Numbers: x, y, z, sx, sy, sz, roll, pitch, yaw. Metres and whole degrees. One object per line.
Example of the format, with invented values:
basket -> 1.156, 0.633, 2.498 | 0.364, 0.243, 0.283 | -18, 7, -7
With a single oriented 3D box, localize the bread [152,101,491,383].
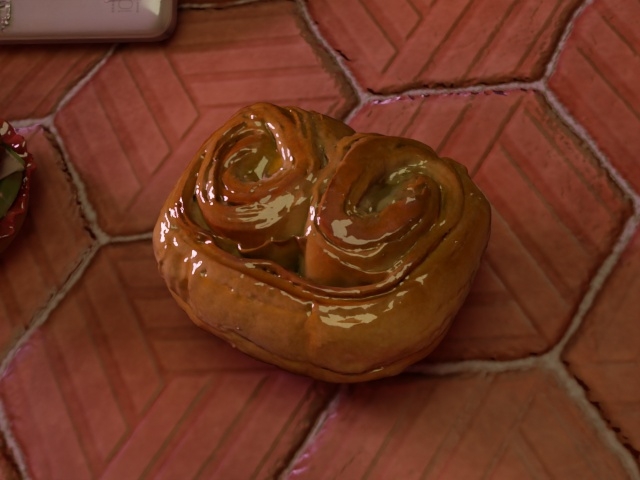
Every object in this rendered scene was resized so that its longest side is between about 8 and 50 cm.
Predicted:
bread -> -0.001, 0.003, 0.755 | 0.236, 0.120, 0.198 | 21, 65, 22

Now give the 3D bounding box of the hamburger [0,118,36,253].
hamburger -> -0.330, -0.061, 0.847 | 0.175, 0.137, 0.175 | -6, 56, 8

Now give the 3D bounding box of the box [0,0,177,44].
box -> -0.274, -0.258, 0.978 | 0.285, 0.044, 0.142 | 1, 88, 10
